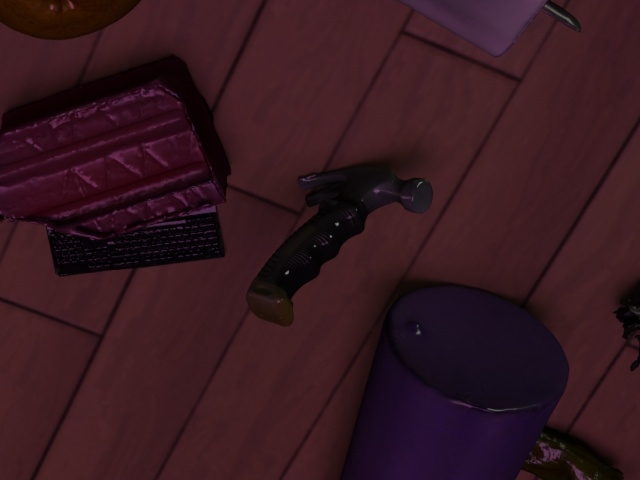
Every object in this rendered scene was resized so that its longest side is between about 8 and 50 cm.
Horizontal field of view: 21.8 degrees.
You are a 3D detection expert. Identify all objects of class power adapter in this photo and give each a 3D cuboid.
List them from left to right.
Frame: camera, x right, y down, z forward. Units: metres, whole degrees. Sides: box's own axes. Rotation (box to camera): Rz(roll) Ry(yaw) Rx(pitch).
[{"bbox_3d":[0.171,-0.294,1.635,0.255,0.124,0.187,27,120,-17],"label":"power adapter"}]

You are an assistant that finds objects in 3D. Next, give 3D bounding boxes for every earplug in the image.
[{"bbox_3d":[0.121,0.288,1.959,0.215,0.215,0.456,12,125,-8],"label":"earplug"}]

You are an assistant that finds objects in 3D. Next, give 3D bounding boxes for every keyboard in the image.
[{"bbox_3d":[-0.210,0.000,1.879,0.197,0.015,0.074,-6,122,3],"label":"keyboard"}]

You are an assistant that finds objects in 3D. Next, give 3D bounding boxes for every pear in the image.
[{"bbox_3d":[-0.252,-0.290,1.587,0.209,0.209,0.208,0,122,0],"label":"pear"}]

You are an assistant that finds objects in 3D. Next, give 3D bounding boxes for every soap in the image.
[{"bbox_3d":[-0.238,-0.087,1.774,0.250,0.099,0.162,-16,121,9],"label":"soap"}]

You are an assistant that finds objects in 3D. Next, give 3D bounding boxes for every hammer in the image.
[{"bbox_3d":[0.000,0.000,1.764,0.159,0.226,0.041,9,136,41],"label":"hammer"}]

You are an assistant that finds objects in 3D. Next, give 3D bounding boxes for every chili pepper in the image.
[{"bbox_3d":[0.319,0.290,2.035,0.204,0.073,0.072,29,136,-5],"label":"chili pepper"}]

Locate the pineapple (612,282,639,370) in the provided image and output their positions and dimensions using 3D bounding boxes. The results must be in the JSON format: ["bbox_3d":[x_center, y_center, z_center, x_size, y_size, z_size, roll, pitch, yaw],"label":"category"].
[{"bbox_3d":[0.444,0.140,1.921,0.251,0.125,0.125,39,114,-15],"label":"pineapple"}]
